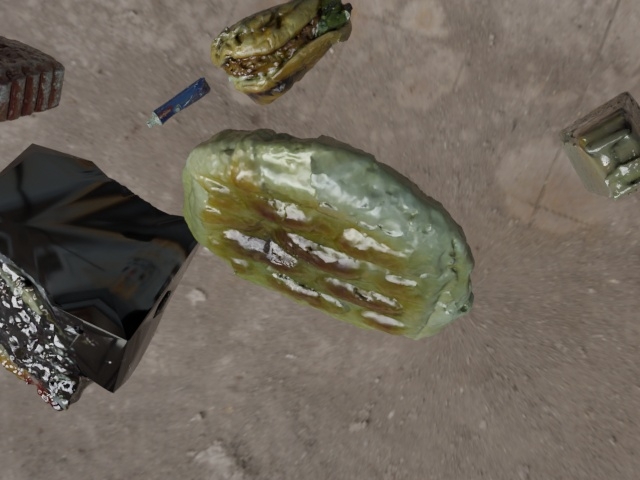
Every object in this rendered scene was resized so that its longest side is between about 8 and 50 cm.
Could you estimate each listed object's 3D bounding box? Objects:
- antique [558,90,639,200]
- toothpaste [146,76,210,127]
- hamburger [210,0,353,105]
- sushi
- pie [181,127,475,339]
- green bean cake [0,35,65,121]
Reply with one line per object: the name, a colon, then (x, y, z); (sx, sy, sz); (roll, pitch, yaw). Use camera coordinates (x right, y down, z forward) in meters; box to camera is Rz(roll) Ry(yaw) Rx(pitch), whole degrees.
antique: (0.474, -0.148, 1.639); (0.150, 0.284, 0.125); (-31, 93, 16)
toothpaste: (-0.157, -0.151, 1.125); (0.083, 0.027, 0.019); (-38, 59, -11)
hamburger: (-0.053, -0.280, 1.478); (0.206, 0.183, 0.130); (-29, 107, -16)
sushi: (-0.286, 0.059, 1.133); (0.227, 0.215, 0.212); (25, 127, 3)
pie: (0.000, 0.000, 0.926); (0.306, 0.306, 0.071); (18, 61, 8)
green bean cake: (-0.562, -0.281, 1.717); (0.199, 0.233, 0.097); (24, 114, 17)
